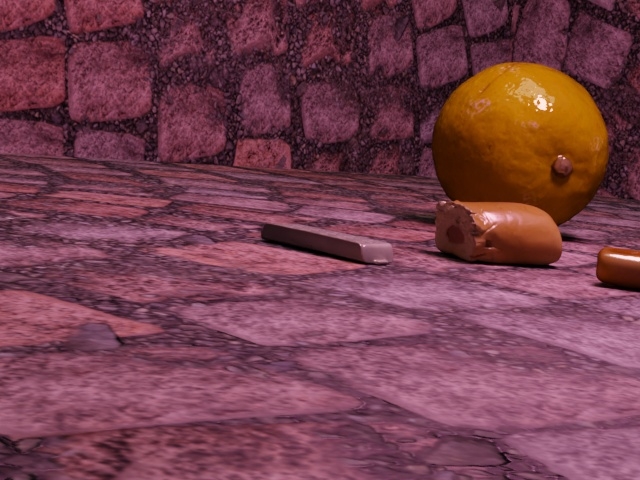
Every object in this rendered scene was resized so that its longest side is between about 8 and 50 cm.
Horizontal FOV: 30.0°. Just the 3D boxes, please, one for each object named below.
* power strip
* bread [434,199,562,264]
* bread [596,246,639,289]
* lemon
[{"bbox_3d":[0.000,0.000,1.641,0.060,0.027,0.252,0,8,-43],"label":"power strip"},{"bbox_3d":[0.261,-0.013,1.745,0.173,0.085,0.134,3,7,-25],"label":"bread"},{"bbox_3d":[0.416,0.039,1.577,0.103,0.049,0.062,9,15,15],"label":"bread"},{"bbox_3d":[0.377,-0.173,2.250,0.348,0.348,0.348,6,6,-1],"label":"lemon"}]
